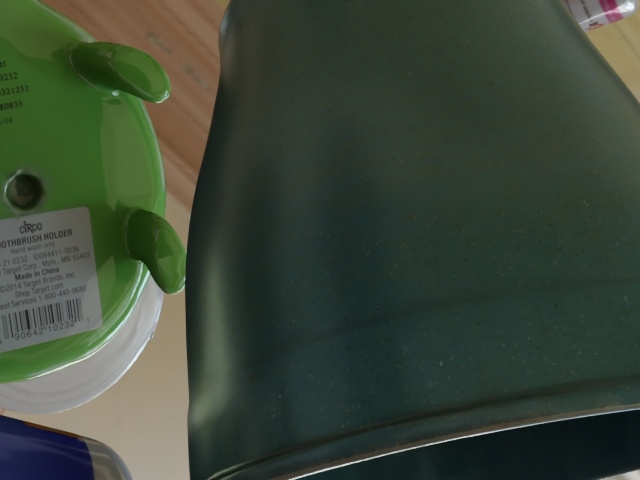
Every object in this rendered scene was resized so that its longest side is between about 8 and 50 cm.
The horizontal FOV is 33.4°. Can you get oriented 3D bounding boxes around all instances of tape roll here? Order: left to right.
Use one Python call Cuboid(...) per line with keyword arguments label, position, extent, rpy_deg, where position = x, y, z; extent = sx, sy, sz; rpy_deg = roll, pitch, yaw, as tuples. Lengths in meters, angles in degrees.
Cuboid(label="tape roll", position=(-0.307, 0.038, 1.100), extent=(0.169, 0.246, 0.246), rpy_deg=(17, -28, 46))

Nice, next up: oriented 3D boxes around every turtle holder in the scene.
Cuboid(label="turtle holder", position=(-0.259, -0.060, 0.742), extent=(0.227, 0.243, 0.320), rpy_deg=(5, -46, 51))

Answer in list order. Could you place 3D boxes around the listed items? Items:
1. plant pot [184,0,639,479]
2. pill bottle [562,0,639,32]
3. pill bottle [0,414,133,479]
Cuboid(label="plant pot", position=(0.052, -0.007, 0.532), extent=(0.271, 0.255, 0.272), rpy_deg=(-9, -20, -3))
Cuboid(label="pill bottle", position=(0.156, -0.251, 1.063), extent=(0.283, 0.160, 0.160), rpy_deg=(-19, -49, 21))
Cuboid(label="pill bottle", position=(-0.190, 0.165, 0.559), extent=(0.272, 0.152, 0.152), rpy_deg=(21, -27, -30))
